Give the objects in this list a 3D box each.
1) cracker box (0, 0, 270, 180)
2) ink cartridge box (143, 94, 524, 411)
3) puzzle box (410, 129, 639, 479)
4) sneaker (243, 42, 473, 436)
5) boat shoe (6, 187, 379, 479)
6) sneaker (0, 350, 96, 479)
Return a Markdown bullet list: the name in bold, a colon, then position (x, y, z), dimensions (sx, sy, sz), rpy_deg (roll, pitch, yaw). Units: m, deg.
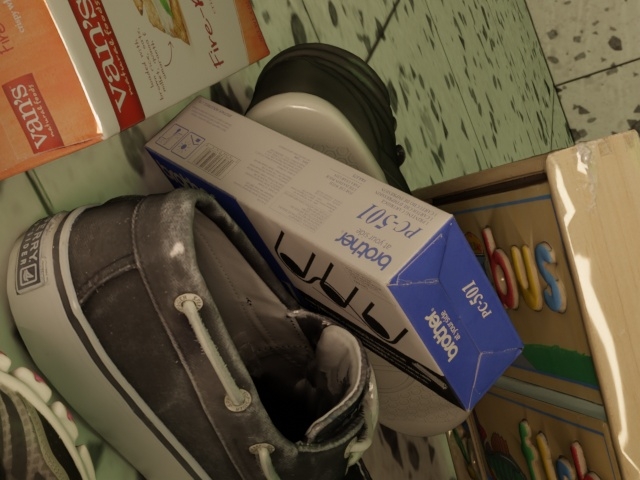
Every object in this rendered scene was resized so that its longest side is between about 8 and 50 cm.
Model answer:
- **cracker box**: position (-0.109, -0.133, 0.559), dimensions (0.156, 0.067, 0.232), rpy_deg (69, 20, -12)
- **ink cartridge box**: position (0.000, 0.000, 0.593), dimensions (0.207, 0.046, 0.097), rpy_deg (30, -21, 48)
- **puzzle box**: position (0.137, 0.083, 0.782), dimensions (0.409, 0.052, 0.272), rpy_deg (166, -90, -82)
- **sneaker**: position (0.036, -0.006, 0.801), dimensions (0.147, 0.104, 0.296), rpy_deg (-85, 153, -53)
- **boat shoe**: position (-0.020, 0.081, 0.572), dimensions (0.108, 0.102, 0.301), rpy_deg (-88, 153, -44)
- **sneaker**: position (-0.132, 0.056, 0.346), dimensions (0.170, 0.063, 0.075), rpy_deg (53, 26, -34)
